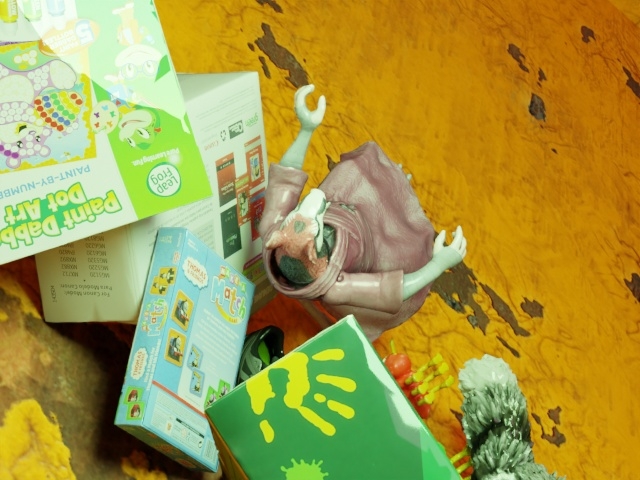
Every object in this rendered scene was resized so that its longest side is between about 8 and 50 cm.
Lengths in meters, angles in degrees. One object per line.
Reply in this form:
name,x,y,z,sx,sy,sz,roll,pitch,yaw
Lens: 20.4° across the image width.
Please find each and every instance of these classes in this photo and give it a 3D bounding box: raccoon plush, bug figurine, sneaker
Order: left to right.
sneaker,-0.060,0.171,1.967,0.067,0.078,0.188,26,39,-34
bug figurine,0.091,0.238,2.085,0.216,0.072,0.279,61,29,2
raccoon plush,0.295,0.299,1.983,0.216,0.299,0.446,18,57,-53

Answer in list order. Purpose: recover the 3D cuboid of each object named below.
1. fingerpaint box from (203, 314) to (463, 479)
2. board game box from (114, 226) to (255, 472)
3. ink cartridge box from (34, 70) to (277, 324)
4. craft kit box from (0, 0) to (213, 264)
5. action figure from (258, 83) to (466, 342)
fingerpaint box,0.064,0.300,1.660,0.371,0.163,0.445,56,-9,12
board game box,-0.136,0.114,1.832,0.160,0.039,0.211,44,53,-55
ink cartridge box,-0.176,-0.021,1.937,0.309,0.130,0.271,-34,121,-59
craft kit box,-0.255,-0.121,1.695,0.250,0.061,0.246,-19,98,-21
action figure,0.000,0.000,1.994,0.248,0.276,0.370,51,20,11
